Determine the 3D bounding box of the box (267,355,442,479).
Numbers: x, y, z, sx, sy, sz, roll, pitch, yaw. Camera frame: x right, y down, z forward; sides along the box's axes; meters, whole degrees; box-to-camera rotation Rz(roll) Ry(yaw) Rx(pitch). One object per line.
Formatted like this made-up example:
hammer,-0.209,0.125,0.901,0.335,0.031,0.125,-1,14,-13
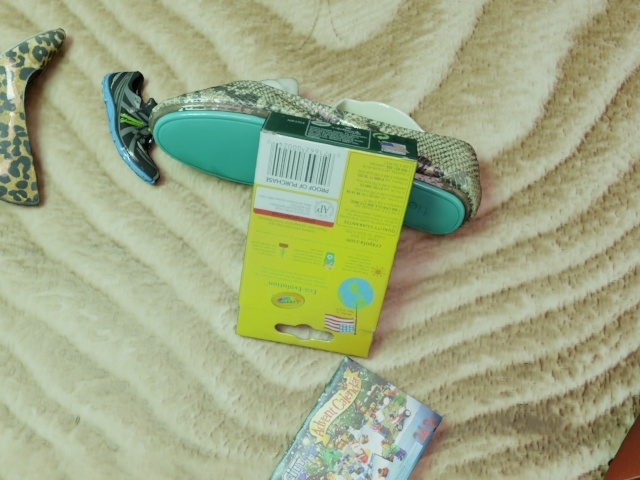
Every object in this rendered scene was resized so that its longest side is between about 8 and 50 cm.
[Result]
box,0.039,0.299,1.065,0.159,0.044,0.233,32,76,5

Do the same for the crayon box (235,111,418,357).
crayon box,0.000,0.000,1.059,0.202,0.081,0.318,11,119,-1

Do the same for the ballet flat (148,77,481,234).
ballet flat,0.004,-0.147,1.139,0.483,0.164,0.182,15,53,-4

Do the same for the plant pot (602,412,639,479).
plant pot,0.568,0.258,1.003,0.267,0.267,0.235,26,64,4

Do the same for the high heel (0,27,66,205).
high heel,-0.426,-0.185,1.163,0.186,0.093,0.261,43,69,-10

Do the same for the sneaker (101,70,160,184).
sneaker,-0.273,-0.174,1.160,0.078,0.067,0.188,-18,74,-1
